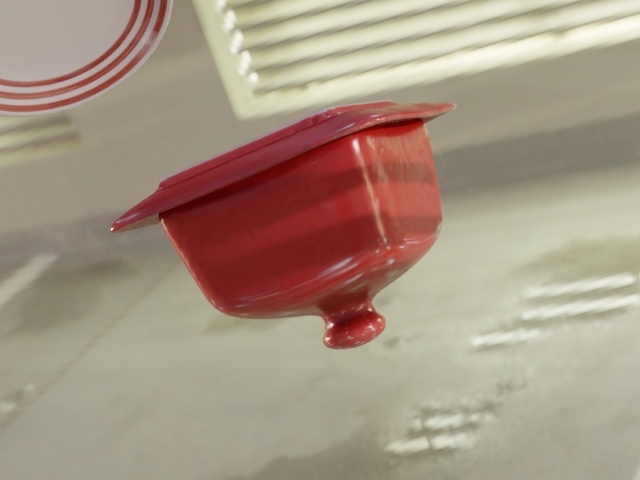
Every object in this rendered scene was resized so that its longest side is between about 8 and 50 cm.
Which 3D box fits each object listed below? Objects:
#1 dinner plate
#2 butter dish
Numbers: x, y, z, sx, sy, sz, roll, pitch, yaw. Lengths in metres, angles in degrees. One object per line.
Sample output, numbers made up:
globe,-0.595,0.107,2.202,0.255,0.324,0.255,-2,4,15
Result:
dinner plate,-0.149,-0.123,0.819,0.141,0.141,0.017,-22,54,-4
butter dish,0.000,0.000,0.798,0.160,0.118,0.160,-22,-1,22
